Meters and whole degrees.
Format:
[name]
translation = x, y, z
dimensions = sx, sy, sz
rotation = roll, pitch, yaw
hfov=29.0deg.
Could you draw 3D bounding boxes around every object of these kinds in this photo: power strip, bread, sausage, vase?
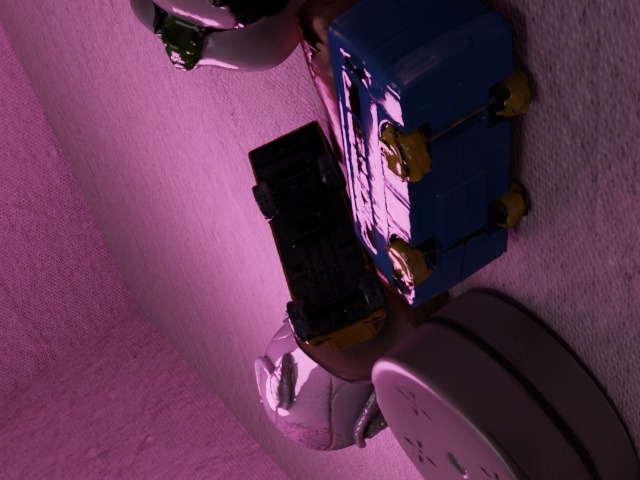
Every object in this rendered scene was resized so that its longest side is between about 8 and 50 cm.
[power strip]
translation = 0.237, 0.247, 1.573
dimensions = 0.357, 0.161, 0.357
rotation = 47, 161, 21
[bread]
translation = 0.105, 0.040, 1.689
dimensions = 0.192, 0.067, 0.119
rotation = 49, 173, 20
[sausage]
translation = 0.063, -0.112, 1.472
dimensions = 0.094, 0.094, 0.419
rotation = -83, -21, -46
[vase]
translation = 0.029, 0.183, 1.909
dimensions = 0.250, 0.250, 0.445
rotation = 51, 161, 13

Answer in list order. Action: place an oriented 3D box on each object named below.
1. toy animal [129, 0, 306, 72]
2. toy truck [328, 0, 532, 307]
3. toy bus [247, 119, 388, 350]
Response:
[toy animal]
translation = -0.117, -0.293, 1.405
dimensions = 0.212, 0.212, 0.266
rotation = 48, 161, 22
[toy truck]
translation = 0.107, -0.093, 1.272
dimensions = 0.162, 0.161, 0.385
rotation = 51, 164, 31
[toy bus]
translation = 0.000, 0.000, 1.612
dimensions = 0.123, 0.121, 0.335
rotation = 59, -170, -51
